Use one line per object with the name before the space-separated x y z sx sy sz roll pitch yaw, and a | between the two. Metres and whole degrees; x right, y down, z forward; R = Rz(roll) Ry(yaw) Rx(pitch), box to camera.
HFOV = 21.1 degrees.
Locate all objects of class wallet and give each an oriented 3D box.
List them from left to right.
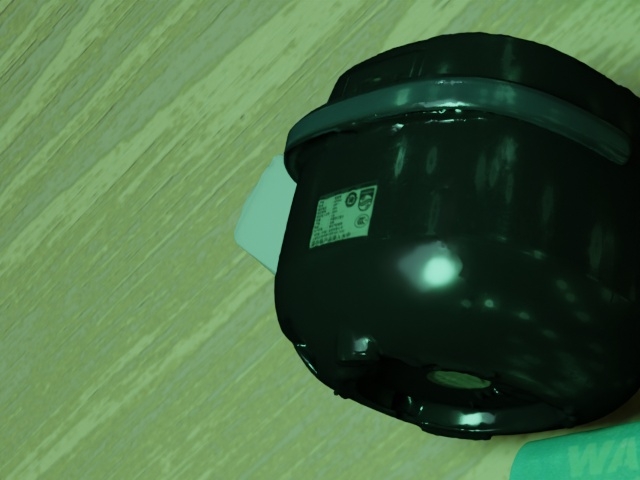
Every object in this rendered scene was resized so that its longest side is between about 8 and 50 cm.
wallet | 0.000 0.000 1.389 0.190 0.033 0.095 33 96 44

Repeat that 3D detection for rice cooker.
rice cooker | 0.099 0.005 1.140 0.267 0.267 0.224 -7 63 42

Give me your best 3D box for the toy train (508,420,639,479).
toy train | 0.215 0.173 1.085 0.248 0.101 0.159 -17 50 37
